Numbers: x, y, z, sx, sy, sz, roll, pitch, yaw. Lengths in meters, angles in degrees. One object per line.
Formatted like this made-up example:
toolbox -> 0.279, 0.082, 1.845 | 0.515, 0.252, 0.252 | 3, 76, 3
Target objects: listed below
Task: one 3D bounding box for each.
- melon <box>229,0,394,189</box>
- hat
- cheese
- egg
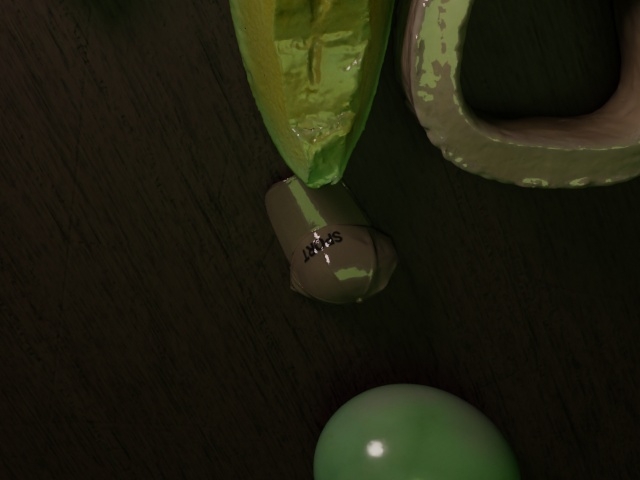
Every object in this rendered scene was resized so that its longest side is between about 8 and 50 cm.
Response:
melon -> -0.011, -0.226, 0.889 | 0.196, 0.124, 0.323 | 1, 117, -1
hat -> 0.000, 0.000, 0.990 | 0.147, 0.085, 0.175 | -30, 110, 9
cheese -> 0.253, -0.212, 0.889 | 0.332, 0.153, 0.292 | 9, 110, -8
egg -> 0.124, 0.296, 1.034 | 0.269, 0.220, 0.220 | 10, 110, -15
